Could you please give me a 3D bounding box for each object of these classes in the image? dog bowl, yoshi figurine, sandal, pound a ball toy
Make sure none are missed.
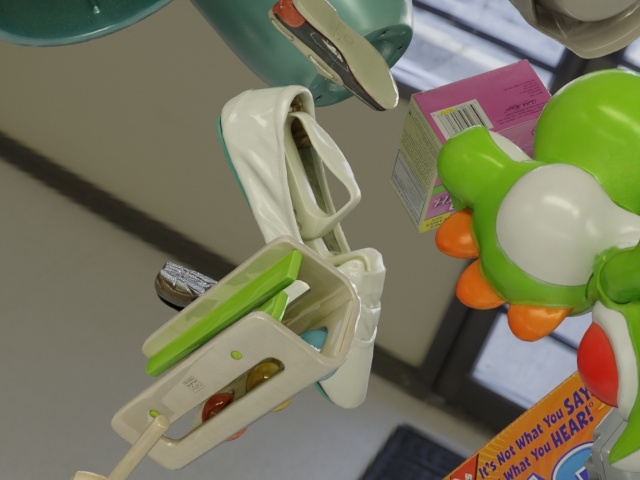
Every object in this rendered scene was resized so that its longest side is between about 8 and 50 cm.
[{"bbox_3d":[0.377,-0.419,1.808,0.349,0.349,0.102,-5,34,-40],"label":"dog bowl"},{"bbox_3d":[0.237,0.005,0.873,0.203,0.203,0.362,-20,47,-36],"label":"yoshi figurine"},{"bbox_3d":[-0.187,0.075,1.874,0.090,0.060,0.219,24,6,0],"label":"sandal"},{"bbox_3d":[-0.106,0.168,1.409,0.136,0.319,0.208,38,40,-18],"label":"pound a ball toy"}]

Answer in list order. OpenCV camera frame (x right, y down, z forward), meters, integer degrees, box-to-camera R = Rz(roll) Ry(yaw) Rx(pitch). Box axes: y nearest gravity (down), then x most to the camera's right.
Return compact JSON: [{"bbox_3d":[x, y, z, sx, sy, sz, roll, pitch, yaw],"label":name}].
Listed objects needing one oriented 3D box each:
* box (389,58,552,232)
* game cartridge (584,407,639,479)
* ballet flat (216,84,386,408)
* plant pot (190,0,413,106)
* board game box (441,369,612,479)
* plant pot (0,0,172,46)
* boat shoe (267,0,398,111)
[{"bbox_3d":[0.247,-0.151,2.224,0.213,0.243,0.117,-19,62,-18],"label":"box"},{"bbox_3d":[0.353,0.279,1.392,0.062,0.297,0.198,9,34,43],"label":"game cartridge"},{"bbox_3d":[0.000,0.000,1.603,0.139,0.139,0.400,-18,86,-50],"label":"ballet flat"},{"bbox_3d":[-0.007,-0.334,1.933,0.293,0.293,0.235,-14,65,-48],"label":"plant pot"},{"bbox_3d":[0.456,0.336,1.845,0.356,0.356,0.356,53,26,15],"label":"board game box"},{"bbox_3d":[-0.333,-0.478,1.693,0.341,0.341,0.334,-8,64,-43],"label":"plant pot"},{"bbox_3d":[0.012,-0.161,1.182,0.137,0.043,0.049,45,40,-14],"label":"boat shoe"}]
